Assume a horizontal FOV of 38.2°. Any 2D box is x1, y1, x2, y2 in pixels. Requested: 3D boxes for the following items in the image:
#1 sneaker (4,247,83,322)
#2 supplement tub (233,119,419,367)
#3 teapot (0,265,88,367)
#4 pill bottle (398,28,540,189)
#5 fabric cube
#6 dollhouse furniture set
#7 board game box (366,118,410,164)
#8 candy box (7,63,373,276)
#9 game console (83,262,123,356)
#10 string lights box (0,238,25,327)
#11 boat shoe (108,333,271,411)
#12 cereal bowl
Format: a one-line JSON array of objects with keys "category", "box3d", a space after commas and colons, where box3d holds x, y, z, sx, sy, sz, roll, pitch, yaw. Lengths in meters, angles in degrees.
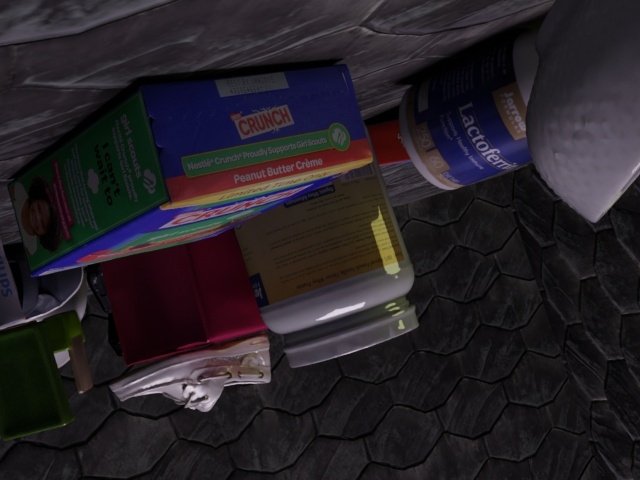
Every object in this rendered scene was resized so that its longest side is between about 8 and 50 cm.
[{"category": "sneaker", "box3d": [-0.532, 0.082, 1.498, 0.321, 0.126, 0.127, -15, -179, -30]}, {"category": "supplement tub", "box3d": [0.000, 0.000, 1.302, 0.228, 0.316, 0.228, -18, 177, -1]}, {"category": "teapot", "box3d": [-0.604, 0.145, 1.823, 0.252, 0.187, 0.256, -40, 140, 26]}, {"category": "pill bottle", "box3d": [0.243, -0.173, 1.162, 0.264, 0.153, 0.153, -22, 175, 39]}, {"category": "fabric cube", "box3d": [-0.172, 0.034, 1.472, 0.258, 0.254, 0.259, -10, 173, -42]}, {"category": "dollhouse furniture set", "box3d": [-0.515, 0.222, 1.392, 0.301, 0.151, 0.197, -14, -179, 2]}, {"category": "board game box", "box3d": [0.231, -0.170, 1.440, 0.316, 0.064, 0.242, -7, -176, 35]}, {"category": "candy box", "box3d": [-0.145, -0.072, 0.999, 0.268, 0.122, 0.317, -15, 175, -42]}, {"category": "game console", "box3d": [-0.402, 0.077, 1.782, 0.043, 0.213, 0.361, -4, 157, -4]}, {"category": "string lights box", "box3d": [-0.568, 0.088, 1.302, 0.259, 0.134, 0.076, -15, 176, -39]}, {"category": "boat shoe", "box3d": [-0.185, 0.215, 1.413, 0.277, 0.096, 0.098, -10, 174, -37]}, {"category": "cereal bowl", "box3d": [0.285, -0.184, 0.767, 0.339, 0.141, 0.339, -45, 168, -12]}]
